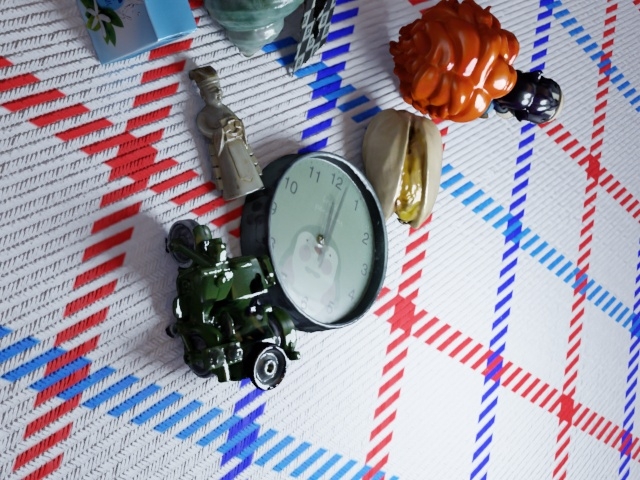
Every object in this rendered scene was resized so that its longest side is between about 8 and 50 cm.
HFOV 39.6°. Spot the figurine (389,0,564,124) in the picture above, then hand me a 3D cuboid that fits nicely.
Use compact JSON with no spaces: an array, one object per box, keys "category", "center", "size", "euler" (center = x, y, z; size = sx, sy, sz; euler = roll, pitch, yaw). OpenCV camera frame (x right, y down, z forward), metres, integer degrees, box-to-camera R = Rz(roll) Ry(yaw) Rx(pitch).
[{"category":"figurine","center":[0.308,-0.326,1.761],"size":[0.412,0.306,0.241],"euler":[18,111,-45]}]

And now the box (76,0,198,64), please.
[{"category":"box","center":[-0.281,-0.378,1.246],"size":[0.083,0.143,0.232],"euler":[-33,108,-44]}]

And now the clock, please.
[{"category":"clock","center":[-0.001,0.000,1.546],"size":[0.319,0.066,0.318],"euler":[10,76,-45]}]

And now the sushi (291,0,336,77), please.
[{"category":"sushi","center":[-0.015,-0.396,1.551],"size":[0.031,0.201,0.139],"euler":[28,48,11]}]

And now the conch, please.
[{"category":"conch","center":[-0.118,-0.426,1.416],"size":[0.195,0.220,0.277],"euler":[-98,-177,-60]}]

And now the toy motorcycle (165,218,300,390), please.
[{"category":"toy motorcycle","center":[-0.129,0.096,1.352],"size":[0.205,0.127,0.275],"euler":[-11,96,-44]}]

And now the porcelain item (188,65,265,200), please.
[{"category":"porcelain item","center":[-0.153,-0.175,1.417],"size":[0.084,0.054,0.213],"euler":[-25,102,-39]}]

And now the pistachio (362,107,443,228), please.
[{"category":"pistachio","center":[0.152,-0.137,1.681],"size":[0.157,0.157,0.229],"euler":[4,87,-46]}]
